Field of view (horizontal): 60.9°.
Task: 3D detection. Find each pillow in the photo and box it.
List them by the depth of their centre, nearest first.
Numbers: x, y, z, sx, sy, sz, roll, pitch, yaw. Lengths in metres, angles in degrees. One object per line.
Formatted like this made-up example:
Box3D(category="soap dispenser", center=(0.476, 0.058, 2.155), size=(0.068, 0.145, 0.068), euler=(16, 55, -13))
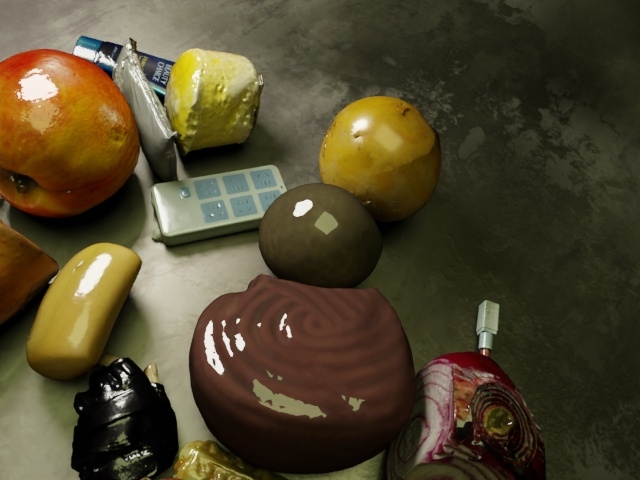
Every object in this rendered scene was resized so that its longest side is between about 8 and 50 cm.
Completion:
Box3D(category="pillow", center=(-0.324, -0.233, 0.999), size=(0.059, 0.169, 0.255), euler=(-19, 69, -28))

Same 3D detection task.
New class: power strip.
Box3D(category="power strip", center=(-0.183, -0.068, 1.009), size=(0.270, 0.046, 0.118), euler=(-13, 65, -19))

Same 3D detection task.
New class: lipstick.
Box3D(category="lipstick", center=(0.303, 0.175, 0.994), size=(0.030, 0.030, 0.129), euler=(19, 58, -3))

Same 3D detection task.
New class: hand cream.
Box3D(category="hand cream", center=(-0.365, -0.345, 1.126), size=(0.270, 0.061, 0.120), euler=(15, 54, -14))

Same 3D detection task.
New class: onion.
Box3D(category="onion", center=(0.228, 0.294, 0.813), size=(0.207, 0.216, 0.206), euler=(32, 42, -7))

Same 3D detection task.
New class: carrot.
Box3D(category="carrot", center=(-0.524, 0.097, 0.758), size=(0.196, 0.196, 0.254), euler=(24, 64, 1))

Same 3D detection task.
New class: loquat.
Box3D(category="loquat", center=(0.110, -0.148, 1.019), size=(0.235, 0.235, 0.235), euler=(6, 60, -10))

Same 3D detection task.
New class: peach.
Box3D(category="peach", center=(-0.430, -0.180, 0.901), size=(0.280, 0.238, 0.281), euler=(10, 53, -13))

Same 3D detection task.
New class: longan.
Box3D(category="longan", center=(0.000, 0.000, 0.932), size=(0.212, 0.198, 0.198), euler=(32, 58, -3))

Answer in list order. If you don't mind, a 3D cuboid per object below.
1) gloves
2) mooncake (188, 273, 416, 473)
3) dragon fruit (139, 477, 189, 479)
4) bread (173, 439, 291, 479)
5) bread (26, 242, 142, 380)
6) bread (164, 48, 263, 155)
Box3D(category="gloves", center=(-0.286, 0.246, 0.771), size=(0.164, 0.124, 0.203), euler=(-21, 74, -43))
Box3D(category="mooncake", center=(-0.013, 0.180, 0.817), size=(0.326, 0.174, 0.334), euler=(32, 49, 17))
Box3D(category="dragon fruit", center=(-0.190, 0.374, 0.670), size=(0.223, 0.218, 0.148), euler=(-13, 49, -20))
Box3D(category="bread", center=(-0.038, 0.386, 0.764), size=(0.367, 0.084, 0.077), euler=(26, 98, 0))
Box3D(category="bread", center=(-0.358, 0.097, 0.811), size=(0.098, 0.147, 0.217), euler=(39, 46, -35))
Box3D(category="bread", center=(-0.209, -0.261, 1.037), size=(0.170, 0.197, 0.197), euler=(-5, 62, -24))
